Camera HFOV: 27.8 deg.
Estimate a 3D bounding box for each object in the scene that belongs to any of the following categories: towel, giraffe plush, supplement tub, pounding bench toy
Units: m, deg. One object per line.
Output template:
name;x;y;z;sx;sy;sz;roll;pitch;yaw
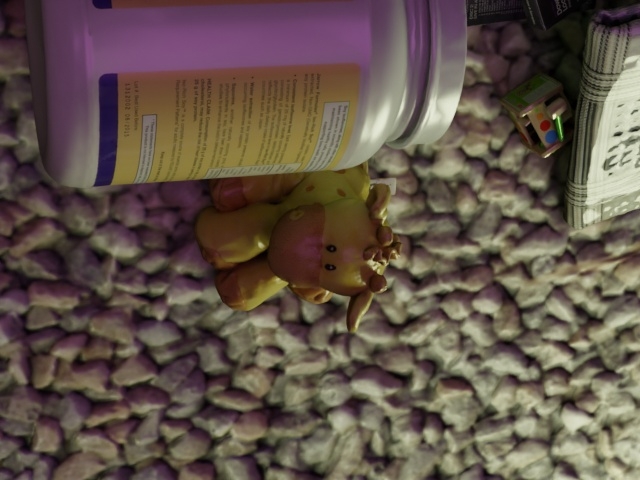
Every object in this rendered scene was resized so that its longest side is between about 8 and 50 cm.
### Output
towel;0.400;-0.136;1.252;0.324;0.056;0.312;-15;145;-6
giraffe plush;0.000;0.000;1.204;0.210;0.170;0.181;-22;116;-8
supplement tub;-0.069;-0.172;1.074;0.331;0.241;0.241;-4;112;-16
pounding bench toy;0.226;-0.117;1.275;0.052;0.083;0.065;-34;116;-2

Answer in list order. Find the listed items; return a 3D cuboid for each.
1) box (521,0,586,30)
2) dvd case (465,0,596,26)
box;0.244;-0.288;1.212;0.162;0.029;0.116;-37;125;-19
dvd case;0.176;-0.285;1.196;0.221;0.018;0.164;-13;116;-31
